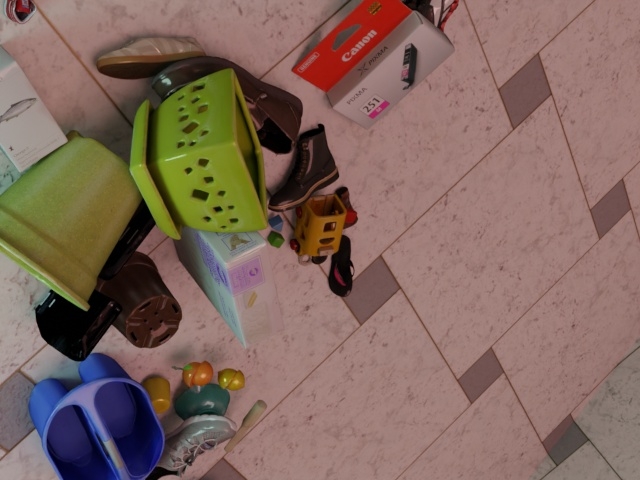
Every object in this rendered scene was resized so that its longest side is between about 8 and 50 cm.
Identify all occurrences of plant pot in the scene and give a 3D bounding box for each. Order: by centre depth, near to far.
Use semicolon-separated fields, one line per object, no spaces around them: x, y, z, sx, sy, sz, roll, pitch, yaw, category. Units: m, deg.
-0.464;-0.053;1.675;0.254;0.276;0.276;-55;136;-14;plant pot
-0.225;-0.148;1.680;0.207;0.227;0.228;-13;135;5;plant pot
-0.378;0.132;1.893;0.167;0.165;0.167;-19;127;-28;plant pot

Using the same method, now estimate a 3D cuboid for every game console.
-0.418;0.060;1.799;0.361;0.213;0.044;-55;130;-14;game console

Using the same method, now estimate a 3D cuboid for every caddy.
-0.477;0.415;1.976;0.241;0.179;0.341;-29;130;-20;caddy

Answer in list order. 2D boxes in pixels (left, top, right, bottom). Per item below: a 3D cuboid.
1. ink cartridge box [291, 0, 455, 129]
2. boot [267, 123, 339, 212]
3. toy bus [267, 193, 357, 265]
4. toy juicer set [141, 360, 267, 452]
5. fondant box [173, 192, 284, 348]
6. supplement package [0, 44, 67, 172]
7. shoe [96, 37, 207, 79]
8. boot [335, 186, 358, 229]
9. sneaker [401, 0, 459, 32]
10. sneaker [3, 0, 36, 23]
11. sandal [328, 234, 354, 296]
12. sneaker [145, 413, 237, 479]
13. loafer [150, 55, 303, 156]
0.115;-0.387;1.965;0.275;0.060;0.239;-40;140;24;ink cartridge box
-0.053;-0.163;2.042;0.198;0.077;0.137;-38;130;-31;boot
-0.003;-0.009;2.110;0.191;0.104;0.202;-41;136;10;toy bus
-0.251;0.373;2.170;0.209;0.089;0.329;-37;133;13;toy juicer set
-0.204;0.023;1.832;0.096;0.330;0.238;-26;134;-20;fondant box
-0.542;-0.229;1.590;0.105;0.105;0.179;-37;132;-14;supplement package
-0.322;-0.350;1.729;0.219;0.058;0.076;-11;166;-30;shoe
0.039;-0.060;2.195;0.106;0.037;0.114;-33;136;-15;boot
0.231;-0.519;2.021;0.135;0.097;0.276;-1;117;-40;sneaker
-0.504;-0.423;1.530;0.042;0.067;0.118;-7;120;-35;sneaker
0.057;0.072;2.280;0.067;0.040;0.179;-21;127;-27;sandal
-0.311;0.496;2.120;0.281;0.115;0.105;-28;137;18;sneaker
-0.167;-0.259;1.813;0.366;0.130;0.134;11;150;-42;loafer
